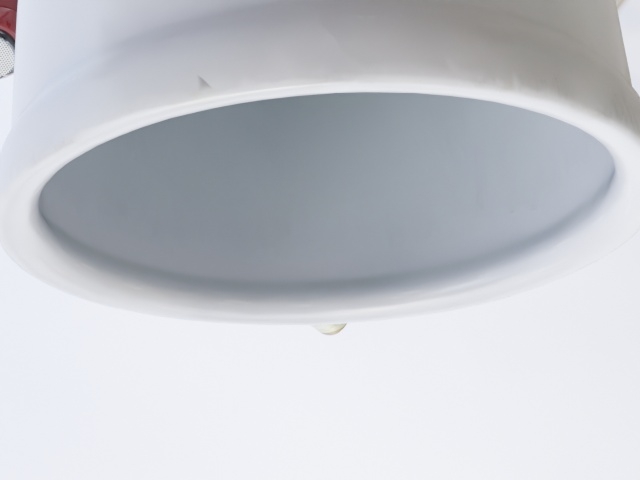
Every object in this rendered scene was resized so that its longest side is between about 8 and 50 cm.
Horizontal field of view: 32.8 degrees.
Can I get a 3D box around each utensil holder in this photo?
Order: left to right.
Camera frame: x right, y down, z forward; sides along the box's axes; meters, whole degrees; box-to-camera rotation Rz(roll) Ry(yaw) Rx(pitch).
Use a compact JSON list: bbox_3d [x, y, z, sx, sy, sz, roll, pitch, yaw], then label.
[{"bbox_3d":[-0.006,-0.178,0.616,0.327,0.327,0.386,13,-117,-37],"label":"utensil holder"}]

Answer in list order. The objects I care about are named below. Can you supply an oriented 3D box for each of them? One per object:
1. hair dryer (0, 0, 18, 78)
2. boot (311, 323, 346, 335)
[{"bbox_3d":[-0.258,-0.147,0.953,0.223,0.080,0.294,47,-152,-85],"label":"hair dryer"},{"bbox_3d":[0.000,0.000,1.426,0.077,0.213,0.165,11,163,48],"label":"boot"}]
